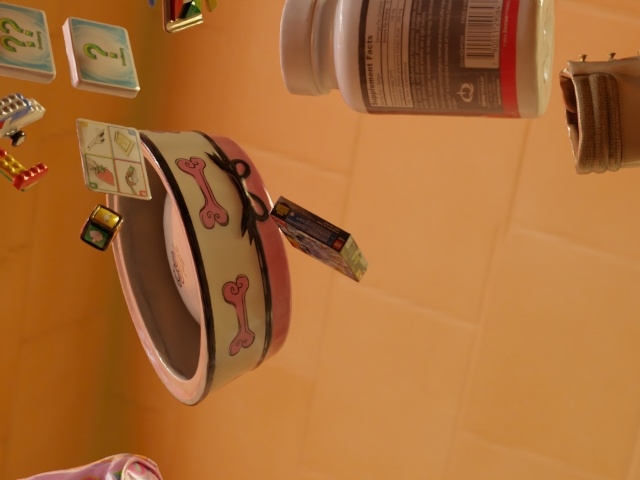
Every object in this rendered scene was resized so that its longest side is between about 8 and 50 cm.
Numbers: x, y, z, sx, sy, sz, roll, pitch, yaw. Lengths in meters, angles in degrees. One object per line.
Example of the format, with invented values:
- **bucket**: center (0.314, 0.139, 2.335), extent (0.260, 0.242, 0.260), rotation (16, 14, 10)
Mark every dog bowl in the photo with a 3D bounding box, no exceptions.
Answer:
- **dog bowl**: center (-0.175, 0.024, 2.303), extent (0.150, 0.408, 0.408), rotation (-15, -152, -22)

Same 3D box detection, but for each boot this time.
- **boot**: center (0.327, -0.169, 1.493), extent (0.203, 0.095, 0.262), rotation (-1, -122, 8)

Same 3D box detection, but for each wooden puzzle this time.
- **wooden puzzle**: center (-0.139, -0.252, 1.615), extent (0.014, 0.079, 0.116), rotation (7, -152, 29)

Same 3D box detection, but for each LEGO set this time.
- **LEGO set**: center (-0.203, -0.099, 1.119), extent (0.182, 0.060, 0.244), rotation (9, -136, -26)

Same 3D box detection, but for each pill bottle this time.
- **pill bottle**: center (0.119, -0.239, 1.931), extent (0.318, 0.176, 0.176), rotation (3, -163, 15)

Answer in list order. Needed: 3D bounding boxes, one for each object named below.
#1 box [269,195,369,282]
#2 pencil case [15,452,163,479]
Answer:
- **box**: center (0.000, 0.000, 1.781), extent (0.094, 0.027, 0.137), rotation (29, 171, 17)
- **pencil case**: center (-0.298, 0.298, 1.642), extent (0.284, 0.124, 0.124), rotation (-13, -167, 17)
